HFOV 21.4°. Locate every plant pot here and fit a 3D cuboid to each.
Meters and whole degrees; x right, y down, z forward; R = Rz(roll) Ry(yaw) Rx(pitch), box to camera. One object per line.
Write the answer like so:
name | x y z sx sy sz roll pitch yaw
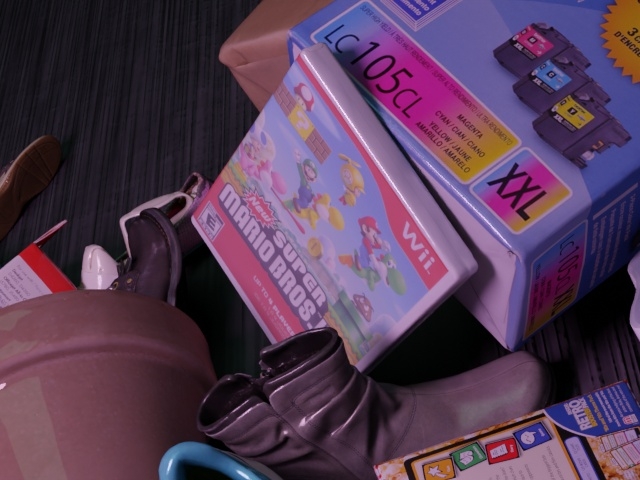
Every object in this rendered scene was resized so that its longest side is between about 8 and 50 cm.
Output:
plant pot | -0.183 0.205 1.333 0.263 0.263 0.229 -31 52 8

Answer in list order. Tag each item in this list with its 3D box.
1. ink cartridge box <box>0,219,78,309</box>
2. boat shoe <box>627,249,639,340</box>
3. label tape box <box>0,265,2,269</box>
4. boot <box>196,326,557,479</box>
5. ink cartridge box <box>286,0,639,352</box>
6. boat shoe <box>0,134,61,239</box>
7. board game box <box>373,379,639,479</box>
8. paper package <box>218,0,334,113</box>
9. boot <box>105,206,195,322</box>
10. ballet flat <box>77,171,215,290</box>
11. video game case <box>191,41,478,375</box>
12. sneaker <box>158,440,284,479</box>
ink cartridge box | -0.322 0.089 1.649 0.231 0.078 0.134 -44 5 -36
boat shoe | 0.304 0.058 1.151 0.136 0.156 0.367 -31 4 16
label tape box | -0.513 0.101 1.800 0.334 0.106 0.240 2 33 43
boot | 0.043 0.123 1.269 0.246 0.161 0.083 -29 34 10
ink cartridge box | 0.208 -0.143 1.331 0.395 0.151 0.270 -35 64 -20
boat shoe | -0.359 -0.064 1.962 0.049 0.056 0.152 10 54 42
board game box | 0.147 0.184 1.166 0.194 0.045 0.146 -18 34 1
paper package | 0.111 -0.243 1.612 0.325 0.168 0.309 -51 23 -22
boot | -0.230 0.081 1.541 0.229 0.091 0.263 -10 44 -6
ballet flat | -0.183 0.015 1.683 0.221 0.079 0.077 -44 27 -12
video game case | 0.000 0.000 1.323 0.025 0.204 0.285 -27 -12 -31
sneaker | -0.017 0.240 1.164 0.275 0.110 0.107 39 79 24
